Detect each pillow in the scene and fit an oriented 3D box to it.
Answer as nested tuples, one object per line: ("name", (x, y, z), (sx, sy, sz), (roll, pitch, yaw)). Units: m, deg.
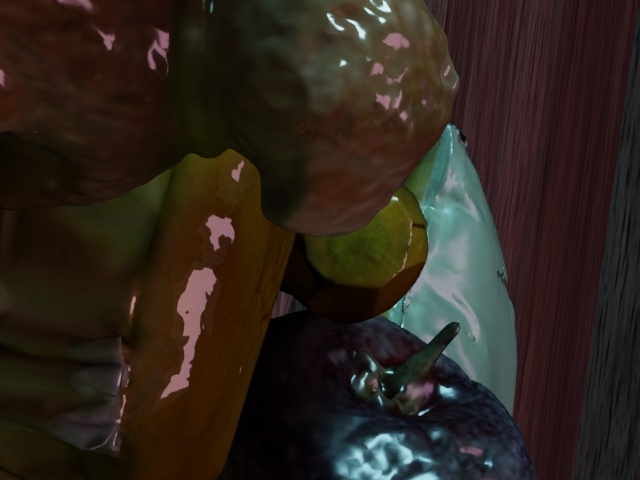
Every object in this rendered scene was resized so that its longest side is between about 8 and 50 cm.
("pillow", (0.060, 0.124, 1.207), (0.312, 0.119, 0.310), (70, 29, -61))

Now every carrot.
("carrot", (0.000, 0.000, 0.885), (0.260, 0.070, 0.070), (-172, -89, -82))

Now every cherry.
("cherry", (0.013, 0.133, 0.924), (0.195, 0.195, 0.195), (9, 90, -75))

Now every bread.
("bread", (-0.063, -0.016, 0.711), (0.136, 0.107, 0.241), (72, 31, -64))

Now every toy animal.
("toy animal", (-0.057, -0.066, 0.551), (0.184, 0.185, 0.104), (63, 41, -65))
